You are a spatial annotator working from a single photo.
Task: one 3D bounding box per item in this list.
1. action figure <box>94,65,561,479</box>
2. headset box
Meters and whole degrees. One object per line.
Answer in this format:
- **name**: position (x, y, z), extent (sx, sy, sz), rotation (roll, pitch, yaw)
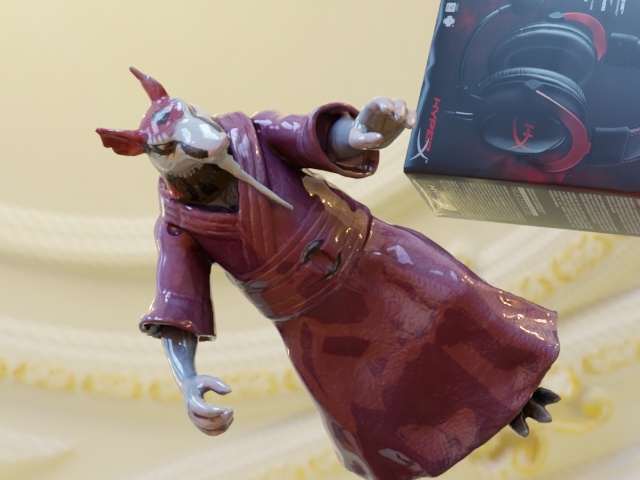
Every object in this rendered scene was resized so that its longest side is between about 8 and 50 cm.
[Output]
- **action figure**: position (0.000, 0.000, 1.247), extent (0.248, 0.276, 0.370), rotation (-42, -70, 11)
- **headset box**: position (0.239, -0.123, 1.476), extent (0.293, 0.218, 0.110), rotation (7, -17, 23)
